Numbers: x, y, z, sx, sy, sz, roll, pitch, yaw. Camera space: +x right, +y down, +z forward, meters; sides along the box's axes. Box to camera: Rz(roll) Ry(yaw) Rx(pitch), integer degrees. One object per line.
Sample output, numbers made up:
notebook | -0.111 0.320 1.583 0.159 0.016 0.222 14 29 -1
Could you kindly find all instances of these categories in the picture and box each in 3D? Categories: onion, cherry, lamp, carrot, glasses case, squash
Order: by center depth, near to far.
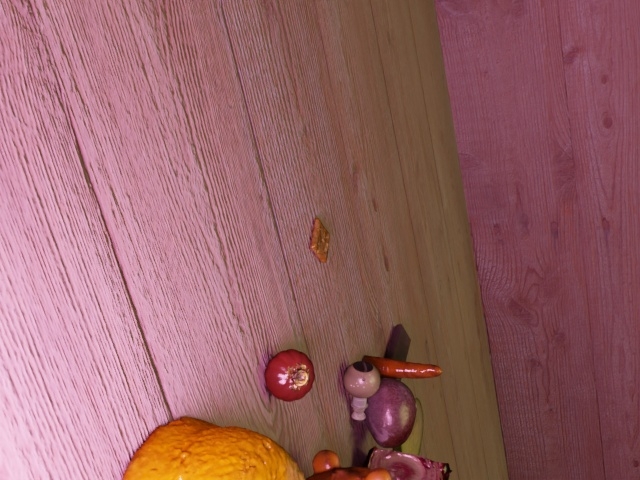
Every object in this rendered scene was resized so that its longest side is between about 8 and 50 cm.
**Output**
lamp | -0.059 0.259 1.380 0.101 0.090 0.101 3 85 -32
lamp | 0.099 0.378 1.765 0.091 0.091 0.163 -47 143 -61
onion | 0.202 0.642 1.801 0.206 0.216 0.206 79 27 -61
cherry | 0.178 0.437 1.830 0.176 0.140 0.176 172 -90 -82
carrot | 0.216 0.337 1.880 0.061 0.210 0.061 0 90 -69
glasses case | 0.223 0.335 2.117 0.072 0.042 0.190 64 30 -28
squash | 0.261 0.582 2.175 0.219 0.041 0.219 -1 90 -64

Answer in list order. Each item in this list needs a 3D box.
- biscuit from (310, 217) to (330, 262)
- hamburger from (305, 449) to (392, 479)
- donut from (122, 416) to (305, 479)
biscuit | 0.000 0.000 1.671 0.081 0.018 0.083 54 37 -50
hamburger | 0.049 0.545 1.372 0.276 0.277 0.236 -21 107 -67
donut | -0.121 0.471 1.088 0.378 0.164 0.434 -27 110 -68
